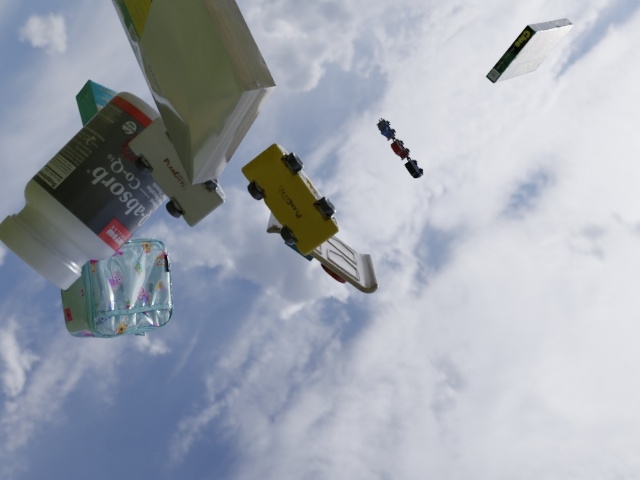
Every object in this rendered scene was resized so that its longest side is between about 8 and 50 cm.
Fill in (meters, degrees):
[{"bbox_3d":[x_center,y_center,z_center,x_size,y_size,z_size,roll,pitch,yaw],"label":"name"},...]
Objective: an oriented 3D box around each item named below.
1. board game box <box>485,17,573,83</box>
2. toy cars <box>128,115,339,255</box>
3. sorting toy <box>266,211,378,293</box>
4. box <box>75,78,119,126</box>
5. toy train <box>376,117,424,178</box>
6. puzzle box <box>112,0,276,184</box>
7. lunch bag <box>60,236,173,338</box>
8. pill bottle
[{"bbox_3d":[0.456,-0.412,1.539,0.030,0.260,0.136,49,-51,11],"label":"board game box"},{"bbox_3d":[-0.145,-0.099,1.249,0.394,0.087,0.176,14,-77,9],"label":"toy cars"},{"bbox_3d":[0.000,0.000,1.409,0.041,0.229,0.307,-56,-171,14],"label":"sorting toy"},{"bbox_3d":[-0.474,-0.252,1.601,0.060,0.101,0.244,-44,-129,23],"label":"box"},{"bbox_3d":[0.172,-0.201,1.560,0.027,0.036,0.158,-37,-94,39],"label":"toy train"},{"bbox_3d":[-0.210,-0.319,1.041,0.408,0.052,0.272,65,-31,11],"label":"puzzle box"},{"bbox_3d":[-0.440,0.108,1.582,0.108,0.279,0.223,-8,-93,28],"label":"lunch bag"},{"bbox_3d":[-0.430,-0.094,1.377,0.363,0.210,0.210,-49,-136,-11],"label":"pill bottle"}]
